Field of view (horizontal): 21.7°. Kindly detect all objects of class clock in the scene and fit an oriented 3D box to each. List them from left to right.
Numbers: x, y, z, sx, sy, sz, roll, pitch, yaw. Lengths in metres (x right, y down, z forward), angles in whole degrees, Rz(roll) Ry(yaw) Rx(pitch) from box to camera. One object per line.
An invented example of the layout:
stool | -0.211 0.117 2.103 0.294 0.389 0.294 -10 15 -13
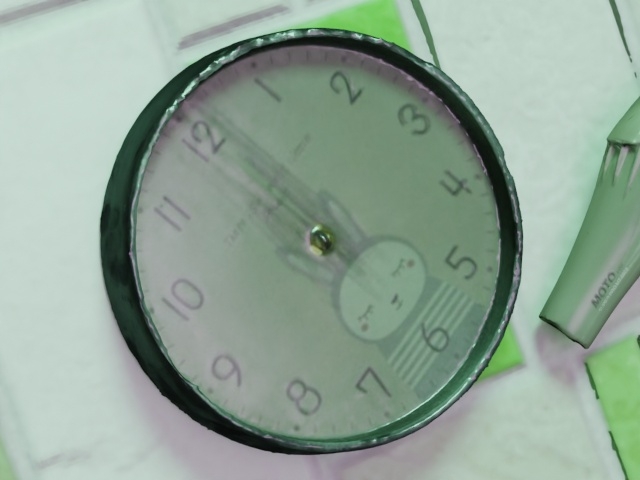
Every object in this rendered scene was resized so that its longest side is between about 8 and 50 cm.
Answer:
clock | 0.000 0.000 0.824 0.215 0.042 0.214 1 86 -21

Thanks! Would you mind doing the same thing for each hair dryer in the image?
hair dryer | 0.205 0.018 0.910 0.167 0.067 0.199 -46 117 -8
